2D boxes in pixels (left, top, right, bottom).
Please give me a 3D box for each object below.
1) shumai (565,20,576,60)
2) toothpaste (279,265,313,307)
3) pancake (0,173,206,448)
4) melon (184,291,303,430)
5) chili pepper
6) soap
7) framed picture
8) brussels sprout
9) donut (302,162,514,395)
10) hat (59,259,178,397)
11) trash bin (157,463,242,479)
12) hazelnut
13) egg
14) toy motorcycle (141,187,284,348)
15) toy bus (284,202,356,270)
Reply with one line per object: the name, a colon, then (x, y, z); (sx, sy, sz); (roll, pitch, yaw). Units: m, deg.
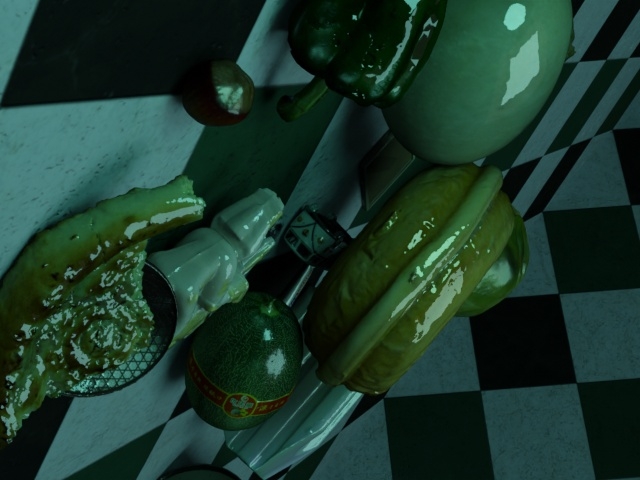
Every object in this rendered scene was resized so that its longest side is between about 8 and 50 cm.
shumai: (0.299, -0.372, 1.629); (0.256, 0.189, 0.218); (-28, 136, -22)
toothpaste: (-0.075, 0.128, 1.836); (0.218, 0.033, 0.052); (-55, 168, -9)
pancake: (-0.256, 0.083, 1.077); (0.197, 0.054, 0.376); (29, 102, -43)
melon: (-0.120, 0.189, 1.573); (0.182, 0.182, 0.287); (-35, 154, -45)
chili pepper: (0.041, -0.232, 1.197); (0.261, 0.165, 0.174); (-58, 174, 25)
soap: (-0.047, 0.284, 1.907); (0.347, 0.208, 0.115); (-49, 163, -14)
framed picture: (0.126, -0.147, 1.831); (0.150, 0.015, 0.203); (-49, 163, -13)
brussels sprout: (0.307, 0.006, 2.100); (0.344, 0.268, 0.344); (1, 88, -42)
donut: (0.139, 0.056, 1.583); (0.449, 0.198, 0.449); (-50, 176, -5)
hat: (-0.269, 0.082, 1.158); (0.193, 0.082, 0.193); (-11, 120, -20)
trash bin: (-0.223, 0.638, 2.064); (0.280, 0.280, 0.432); (-47, 159, -18)
hazelnut: (-0.113, -0.160, 1.087); (0.086, 0.086, 0.086); (-46, 162, -20)
egg: (0.217, -0.267, 1.421); (0.258, 0.258, 0.352); (-29, 154, -53)
toy motorcycle: (-0.180, 0.062, 1.290); (0.341, 0.108, 0.223); (-42, 167, -10)
toy bus: (0.000, 0.000, 1.681); (0.089, 0.087, 0.194); (-44, 165, 6)
